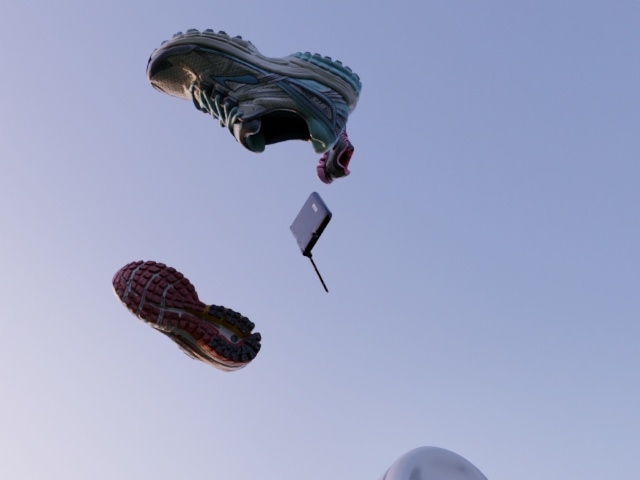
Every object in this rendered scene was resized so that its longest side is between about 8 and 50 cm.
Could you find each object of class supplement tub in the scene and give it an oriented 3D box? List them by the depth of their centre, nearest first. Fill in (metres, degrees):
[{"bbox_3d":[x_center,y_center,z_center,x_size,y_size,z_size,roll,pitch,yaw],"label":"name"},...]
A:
[{"bbox_3d":[0.150,0.540,1.399,0.235,0.235,0.325,28,-53,-8],"label":"supplement tub"}]

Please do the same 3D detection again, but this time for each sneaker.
[{"bbox_3d":[-0.098,-0.180,0.997,0.283,0.122,0.110,11,-23,14],"label":"sneaker"},{"bbox_3d":[-0.193,0.113,1.097,0.225,0.088,0.093,35,-35,1],"label":"sneaker"},{"bbox_3d":[0.031,-0.142,1.197,0.057,0.119,0.047,-11,-25,41],"label":"sneaker"}]

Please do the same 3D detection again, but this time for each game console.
[{"bbox_3d":[0.000,0.000,1.183,0.071,0.122,0.107,28,-79,-20],"label":"game console"}]
